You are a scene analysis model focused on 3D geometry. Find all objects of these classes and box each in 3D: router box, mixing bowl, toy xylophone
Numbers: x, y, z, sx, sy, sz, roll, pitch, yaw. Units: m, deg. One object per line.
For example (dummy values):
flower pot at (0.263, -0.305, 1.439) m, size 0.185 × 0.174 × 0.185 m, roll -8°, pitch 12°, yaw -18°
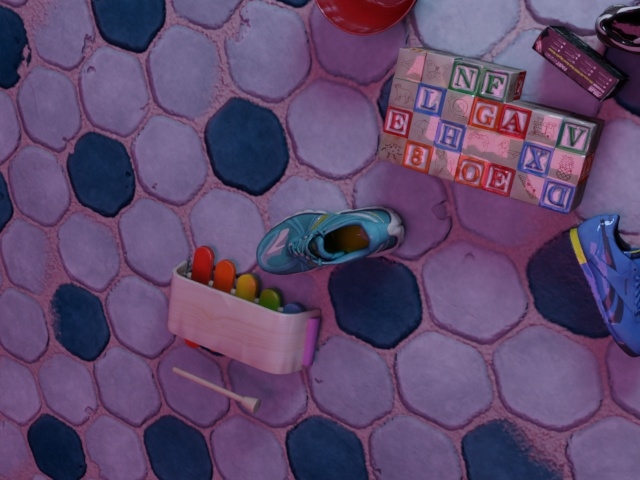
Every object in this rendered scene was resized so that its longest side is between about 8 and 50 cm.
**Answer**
router box at (0.353, -0.241, 1.146) m, size 0.122 × 0.092 × 0.038 m, roll 43°, pitch 119°, yaw 14°
mixing bowl at (0.086, -0.395, 1.252) m, size 0.181 × 0.098 × 0.181 m, roll 7°, pitch 105°, yaw 28°
toy xylophone at (-0.163, 0.165, 1.538) m, size 0.323 × 0.081 × 0.236 m, roll 26°, pitch 114°, yaw 21°

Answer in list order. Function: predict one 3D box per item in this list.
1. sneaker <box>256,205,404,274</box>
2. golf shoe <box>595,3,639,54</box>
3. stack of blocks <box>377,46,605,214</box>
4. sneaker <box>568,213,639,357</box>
sneaker at (0.000, 0.000, 1.391) m, size 0.275 × 0.110 × 0.107 m, roll -14°, pitch 95°, yaw 32°
golf shoe at (0.451, -0.261, 1.087) m, size 0.198 × 0.094 × 0.077 m, roll 11°, pitch 106°, yaw 25°
stack of blocks at (0.246, -0.165, 1.226) m, size 0.297 × 0.087 × 0.171 m, roll 20°, pitch 111°, yaw 24°
sneaker at (0.427, 0.063, 1.195) m, size 0.082 × 0.069 × 0.209 m, roll -23°, pitch 91°, yaw 28°
